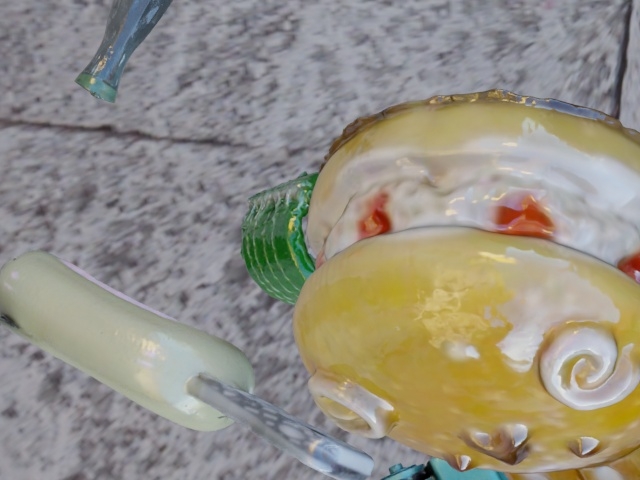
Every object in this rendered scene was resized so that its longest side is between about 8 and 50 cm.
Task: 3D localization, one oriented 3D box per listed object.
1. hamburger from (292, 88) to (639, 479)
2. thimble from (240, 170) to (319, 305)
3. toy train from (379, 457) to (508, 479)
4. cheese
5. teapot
[{"bbox_3d":[0.122,0.058,1.106,0.260,0.303,0.186,-4,59,22],"label":"hamburger"},{"bbox_3d":[0.000,0.000,1.434,0.130,0.090,0.118,34,63,-29],"label":"thimble"},{"bbox_3d":[0.142,0.279,1.836,0.154,0.198,0.107,-26,77,0],"label":"toy train"},{"bbox_3d":[-0.063,0.071,0.866,0.235,0.127,0.050,22,83,47],"label":"cheese"},{"bbox_3d":[-0.130,-0.145,1.135,0.042,0.043,0.111,26,83,6],"label":"teapot"}]
